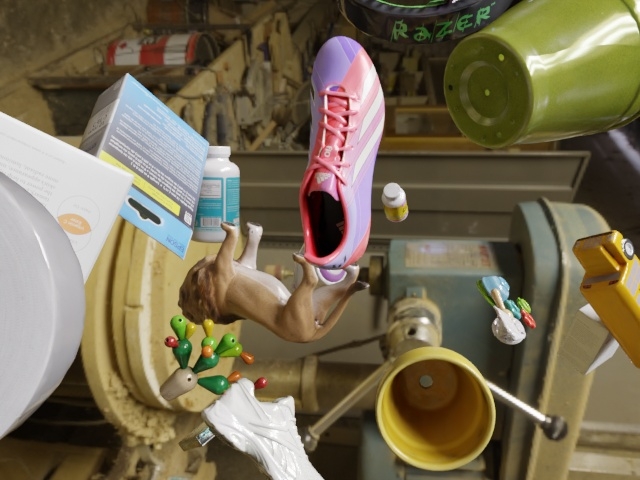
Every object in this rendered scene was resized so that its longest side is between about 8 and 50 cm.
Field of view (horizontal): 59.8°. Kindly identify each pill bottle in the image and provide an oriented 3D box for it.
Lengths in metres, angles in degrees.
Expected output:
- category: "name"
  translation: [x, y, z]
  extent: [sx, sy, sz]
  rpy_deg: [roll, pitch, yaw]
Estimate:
- category: "pill bottle"
  translation: [0.137, -0.071, 1.028]
  extent: [0.083, 0.043, 0.043]
  rpy_deg: [63, 29, -60]
- category: "pill bottle"
  translation: [-0.300, -0.131, 1.563]
  extent: [0.146, 0.146, 0.264]
  rpy_deg: [-45, 138, -78]

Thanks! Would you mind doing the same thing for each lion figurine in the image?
- category: "lion figurine"
  translation: [-0.108, 0.109, 1.074]
  extent: [0.142, 0.392, 0.240]
  rpy_deg: [-5, 115, -60]

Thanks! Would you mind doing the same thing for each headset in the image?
- category: "headset"
  translation: [0.121, -0.434, 0.723]
  extent: [0.185, 0.243, 0.394]
  rpy_deg: [70, 11, -60]

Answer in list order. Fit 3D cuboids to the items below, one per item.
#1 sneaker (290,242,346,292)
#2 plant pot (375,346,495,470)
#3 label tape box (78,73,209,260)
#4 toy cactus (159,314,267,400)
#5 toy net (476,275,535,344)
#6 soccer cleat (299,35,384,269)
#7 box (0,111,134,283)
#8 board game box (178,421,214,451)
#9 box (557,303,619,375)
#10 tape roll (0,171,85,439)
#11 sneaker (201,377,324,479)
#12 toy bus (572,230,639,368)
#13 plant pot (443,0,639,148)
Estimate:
- category: "sneaker"
  translation: [0.000, 0.000, 1.279]
  extent: [0.152, 0.114, 0.305]
  rpy_deg: [-36, -157, 39]
- category: "plant pot"
  translation: [0.255, 0.359, 1.290]
  extent: [0.239, 0.254, 0.254]
  rpy_deg: [-27, 118, -83]
- category: "label tape box"
  translation: [-0.378, -0.142, 1.175]
  extent: [0.249, 0.115, 0.348]
  rpy_deg: [41, 38, -40]
- category: "toy cactus"
  translation: [-0.223, 0.245, 1.043]
  extent: [0.219, 0.180, 0.112]
  rpy_deg: [47, 11, -27]
- category: "toy net"
  translation: [0.345, 0.142, 1.029]
  extent: [0.122, 0.045, 0.232]
  rpy_deg: [47, 24, -4]
- category: "soccer cleat"
  translation: [0.017, -0.091, 0.585]
  extent: [0.095, 0.083, 0.248]
  rpy_deg: [-16, 109, -68]
- category: "box"
  translation: [-0.422, 0.023, 0.711]
  extent: [0.168, 0.215, 0.345]
  rpy_deg: [13, -102, 61]
- category: "board game box"
  translation: [-0.233, 0.399, 1.202]
  extent: [0.126, 0.026, 0.186]
  rpy_deg: [-35, 176, -34]
- category: "box"
  translation: [0.716, 0.243, 1.447]
  extent: [0.091, 0.130, 0.170]
  rpy_deg: [44, -38, 39]
- category: "tape roll"
  translation: [-0.278, 0.046, 0.368]
  extent: [0.072, 0.219, 0.219]
  rpy_deg: [168, -76, -81]
- category: "sneaker"
  translation: [-0.061, 0.298, 0.840]
  extent: [0.115, 0.232, 0.090]
  rpy_deg: [-49, -173, -23]
- category: "toy bus"
  translation: [0.709, 0.138, 1.291]
  extent: [0.333, 0.108, 0.130]
  rpy_deg: [49, 57, -14]
- category: "plant pot"
  translation: [0.473, -0.361, 1.202]
  extent: [0.366, 0.353, 0.366]
  rpy_deg: [43, -33, 38]
